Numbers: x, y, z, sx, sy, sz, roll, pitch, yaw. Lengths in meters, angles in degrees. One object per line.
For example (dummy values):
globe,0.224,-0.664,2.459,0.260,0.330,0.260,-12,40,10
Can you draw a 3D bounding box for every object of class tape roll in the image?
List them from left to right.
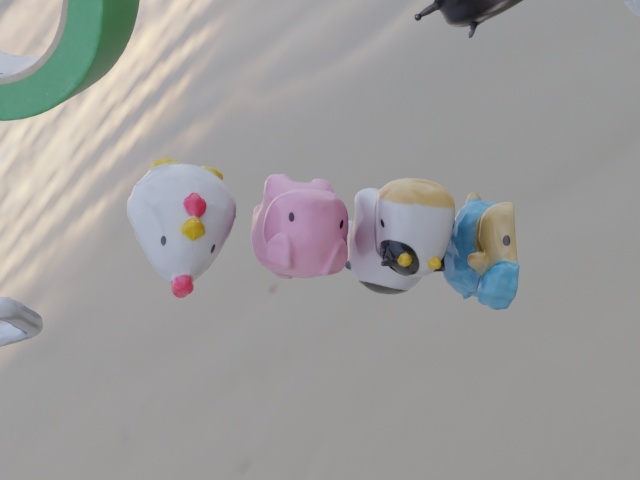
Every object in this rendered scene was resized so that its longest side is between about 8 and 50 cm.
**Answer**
tape roll,-0.342,-0.286,1.873,0.321,0.321,0.077,-41,0,36

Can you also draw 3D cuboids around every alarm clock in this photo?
alarm clock,0.188,-0.277,1.849,0.129,0.064,0.192,-14,25,50

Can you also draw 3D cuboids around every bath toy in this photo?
bath toy,0.000,0.000,1.636,0.151,0.348,0.129,111,160,-50

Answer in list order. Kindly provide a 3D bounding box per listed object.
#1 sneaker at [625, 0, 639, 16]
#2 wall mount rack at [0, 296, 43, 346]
sneaker,0.417,-0.367,2.334,0.061,0.158,0.065,1,24,39
wall mount rack,-0.320,-0.020,0.969,0.304,0.350,0.130,-14,-10,4
